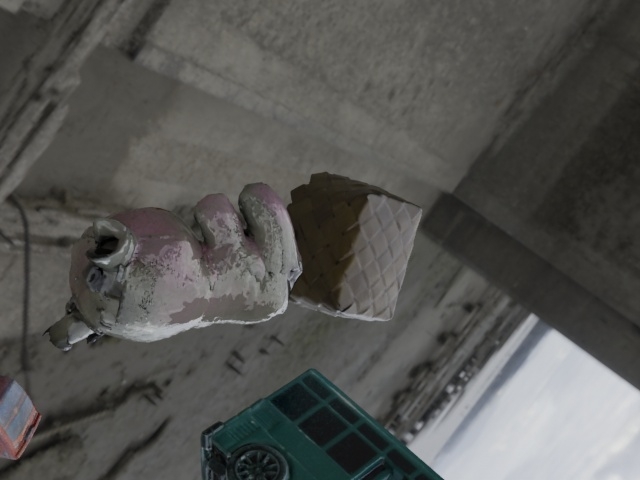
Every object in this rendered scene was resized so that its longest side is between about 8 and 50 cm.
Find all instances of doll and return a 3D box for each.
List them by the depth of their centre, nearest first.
[{"bbox_3d":[-0.106,0.026,0.676,0.192,0.095,0.149,-7,156,-26],"label":"doll"}]

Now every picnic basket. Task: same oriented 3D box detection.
[{"bbox_3d":[0.000,0.000,0.899,0.128,0.178,0.138,11,97,-50],"label":"picnic basket"}]

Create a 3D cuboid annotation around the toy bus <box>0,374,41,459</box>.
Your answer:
[{"bbox_3d":[-0.367,0.158,0.843,0.065,0.192,0.077,-73,163,-45],"label":"toy bus"}]

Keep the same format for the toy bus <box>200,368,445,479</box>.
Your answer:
[{"bbox_3d":[0.033,0.227,0.675,0.147,0.256,0.128,-30,141,-33],"label":"toy bus"}]
